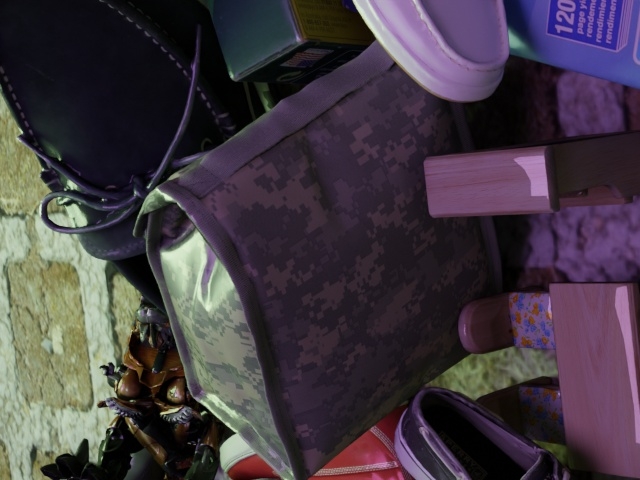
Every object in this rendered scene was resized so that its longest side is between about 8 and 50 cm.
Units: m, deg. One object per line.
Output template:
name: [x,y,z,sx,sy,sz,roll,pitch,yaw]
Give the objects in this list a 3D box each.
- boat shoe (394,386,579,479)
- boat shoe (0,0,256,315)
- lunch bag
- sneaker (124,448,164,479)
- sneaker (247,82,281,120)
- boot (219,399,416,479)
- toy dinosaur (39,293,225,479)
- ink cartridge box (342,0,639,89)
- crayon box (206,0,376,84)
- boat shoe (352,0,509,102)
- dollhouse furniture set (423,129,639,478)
boat shoe: [0.147,0.187,0.929,0.219,0.078,0.070,36,150,12]
boat shoe: [-0.138,-0.073,1.062,0.187,0.500,0.156,-14,55,11]
lunch bag: [0.000,0.000,0.980,0.169,0.235,0.287,36,150,38]
sneaker: [-0.202,0.332,1.489,0.106,0.101,0.267,30,123,20]
sneaker: [-0.121,-0.179,1.146,0.283,0.124,0.107,62,-169,-60]
boot: [0.008,0.241,1.216,0.244,0.088,0.176,-25,80,45]
toy dinosaur: [-0.147,0.196,1.335,0.164,0.218,0.321,-11,122,25]
ink cartridge box: [0.166,-0.262,0.879,0.395,0.151,0.269,26,116,45]
crayon box: [-0.024,-0.283,1.047,0.081,0.202,0.318,-23,79,37]
boat shoe: [0.062,-0.223,0.815,0.096,0.098,0.277,-34,71,49]
dollhouse furniture set: [0.178,0.050,0.915,0.212,0.161,0.242,-2,96,49]
